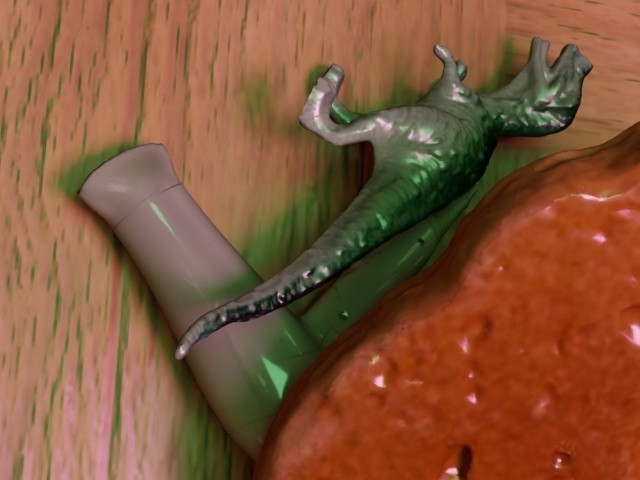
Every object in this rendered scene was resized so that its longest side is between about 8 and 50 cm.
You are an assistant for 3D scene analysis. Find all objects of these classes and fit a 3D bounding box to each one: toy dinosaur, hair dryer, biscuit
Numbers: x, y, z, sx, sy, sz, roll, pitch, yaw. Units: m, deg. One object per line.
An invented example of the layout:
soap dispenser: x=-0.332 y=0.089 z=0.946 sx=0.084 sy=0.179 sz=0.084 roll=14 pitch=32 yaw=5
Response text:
toy dinosaur: x=0.015 y=-0.054 z=0.827 sx=0.383 sy=0.076 sz=0.129 roll=-34 pitch=66 yaw=-31
hair dryer: x=0.000 y=0.000 z=0.847 sx=0.237 sy=0.075 sz=0.206 roll=-30 pitch=84 yaw=-29
biscuit: x=0.172 y=0.116 z=0.750 sx=0.455 sy=0.078 sz=0.349 roll=-30 pitch=115 yaw=10
